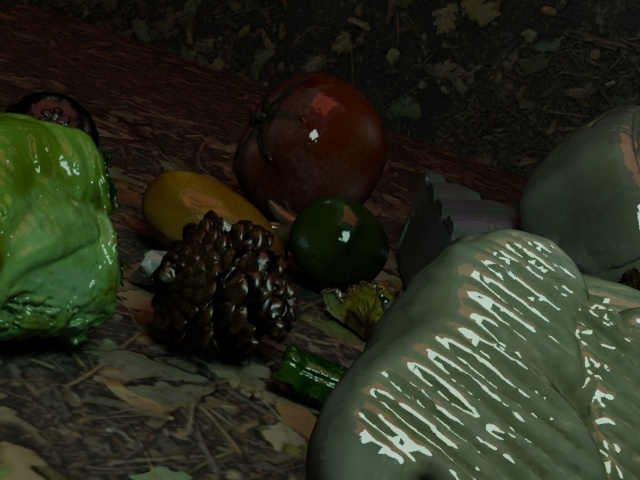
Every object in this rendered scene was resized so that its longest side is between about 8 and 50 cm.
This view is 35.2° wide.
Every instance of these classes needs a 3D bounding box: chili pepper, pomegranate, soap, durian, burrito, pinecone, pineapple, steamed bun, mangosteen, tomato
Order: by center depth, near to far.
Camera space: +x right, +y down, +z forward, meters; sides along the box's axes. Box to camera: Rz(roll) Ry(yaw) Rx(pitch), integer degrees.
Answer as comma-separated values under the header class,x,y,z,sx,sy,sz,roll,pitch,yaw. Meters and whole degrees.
class,x,y,z,sx,sy,sz,roll,pitch,yaw
steamed bun,0.148,0.183,0.709,0.342,0.255,0.367,36,47,5
durian,-0.321,-0.012,0.997,0.256,0.204,0.340,41,23,30
chili pepper,0.033,0.166,1.028,0.182,0.050,0.073,29,12,30
pinecone,-0.099,0.056,1.095,0.174,0.173,0.173,16,15,-4
burrito,-0.131,0.053,1.238,0.203,0.064,0.064,16,15,-1
pineapple,0.047,0.092,1.312,0.114,0.077,0.114,13,-23,29
pomegranate,0.000,0.000,1.438,0.191,0.131,0.152,15,-12,24
steamed bun,0.424,-0.014,1.445,0.236,0.247,0.383,12,58,-45
mangosteen,-0.412,-0.146,1.521,0.152,0.152,0.152,16,15,-4
soap,0.169,-0.004,1.571,0.258,0.159,0.302,32,19,35
tomato,-0.011,-0.146,1.714,0.265,0.265,0.265,16,15,-4

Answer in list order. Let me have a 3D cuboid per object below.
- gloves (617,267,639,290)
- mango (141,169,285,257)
class,x,y,z,sx,sy,sz,roll,pitch,yaw
gloves,0.389,0.135,1.223,0.312,0.210,0.135,5,-4,-39
mango,-0.148,-0.017,1.380,0.227,0.109,0.147,33,18,20
